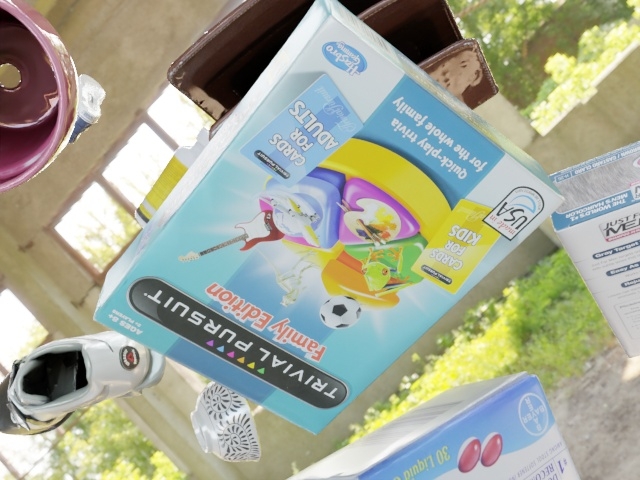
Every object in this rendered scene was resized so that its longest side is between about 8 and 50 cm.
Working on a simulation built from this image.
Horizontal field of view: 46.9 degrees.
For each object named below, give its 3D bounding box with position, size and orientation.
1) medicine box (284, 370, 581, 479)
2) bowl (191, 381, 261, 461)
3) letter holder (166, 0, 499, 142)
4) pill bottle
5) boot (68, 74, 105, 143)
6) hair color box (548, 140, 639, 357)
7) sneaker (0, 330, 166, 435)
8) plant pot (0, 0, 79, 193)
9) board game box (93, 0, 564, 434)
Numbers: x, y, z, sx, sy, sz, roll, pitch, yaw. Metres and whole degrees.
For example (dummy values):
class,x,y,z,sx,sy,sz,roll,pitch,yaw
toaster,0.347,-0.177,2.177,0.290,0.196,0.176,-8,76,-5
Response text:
class,x,y,z,sx,sy,sz,roll,pitch,yaw
medicine box,0.141,0.318,0.732,0.264,0.289,0.149,-18,-7,-37
bowl,-0.174,0.318,1.280,0.080,0.170,0.170,-19,-15,-24
letter holder,0.012,-0.181,0.825,0.302,0.152,0.214,-33,-29,11
pill bottle,-0.209,-0.087,1.190,0.184,0.103,0.103,-54,-6,9
boot,-0.506,-0.278,1.544,0.086,0.069,0.190,-42,30,16
hair color box,0.453,0.021,1.019,0.174,0.347,0.105,-22,45,24
sneaker,-0.386,0.196,1.027,0.331,0.122,0.146,-26,-17,26
plant pot,-0.337,-0.159,0.748,0.201,0.201,0.180,-45,15,11
board game box,0.000,0.000,0.657,0.336,0.254,0.079,-48,23,22
